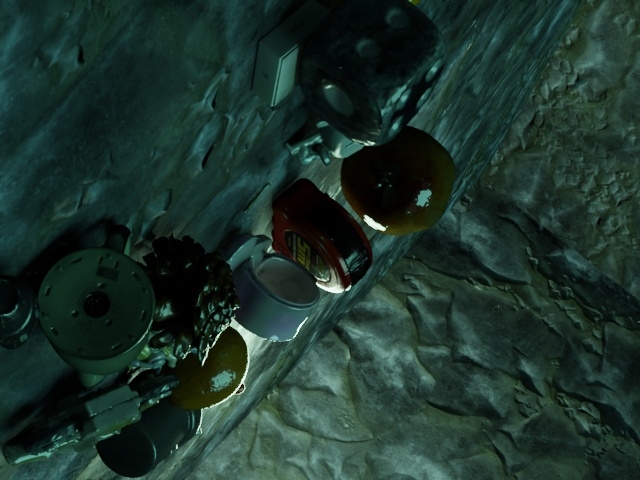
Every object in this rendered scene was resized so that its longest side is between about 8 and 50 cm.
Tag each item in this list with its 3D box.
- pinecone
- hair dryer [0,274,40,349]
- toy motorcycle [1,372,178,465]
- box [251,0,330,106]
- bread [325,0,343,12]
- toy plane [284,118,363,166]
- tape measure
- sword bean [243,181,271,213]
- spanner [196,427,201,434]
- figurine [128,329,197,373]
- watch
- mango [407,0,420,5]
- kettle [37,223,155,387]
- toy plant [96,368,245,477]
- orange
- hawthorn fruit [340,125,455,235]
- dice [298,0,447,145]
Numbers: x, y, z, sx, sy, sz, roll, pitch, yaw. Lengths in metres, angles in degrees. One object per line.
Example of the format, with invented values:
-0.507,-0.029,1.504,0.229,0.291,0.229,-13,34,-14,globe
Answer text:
-0.242,0.099,1.782,0.202,0.201,0.229,-56,171,5,pinecone
-0.502,0.151,1.365,0.271,0.091,0.235,-32,172,-21,hair dryer
-0.441,0.339,1.940,0.223,0.108,0.340,-28,174,42,toy motorcycle
-0.046,-0.302,1.646,0.130,0.051,0.129,-45,167,-27,box
0.093,-0.439,1.739,0.226,0.049,0.088,-47,167,-17,bread
0.041,-0.237,2.023,0.244,0.117,0.245,-32,169,-7,toy plane
0.000,0.000,2.266,0.114,0.260,0.253,-43,161,-21,tape measure
-0.130,-0.086,2.079,0.083,0.012,0.012,-50,168,-8,sword bean
-0.399,0.448,2.333,0.254,0.054,0.015,-5,107,-22,spanner
-0.315,0.190,1.964,0.184,0.128,0.208,-15,163,-30,figurine
-0.121,0.104,2.189,0.211,0.217,0.248,-56,167,25,watch
0.153,-0.458,1.849,0.190,0.075,0.098,-46,164,14,mango
-0.329,0.095,1.560,0.255,0.165,0.240,117,-15,-73,kettle
-0.345,0.367,2.267,0.279,0.185,0.400,-41,-179,28,toy plant
-0.252,0.255,2.118,0.206,0.206,0.206,-47,168,-14,orange
0.170,-0.150,2.415,0.268,0.268,0.301,-52,158,10,hawthorn fruit
0.083,-0.276,1.634,0.183,0.181,0.182,-46,168,-24,dice
